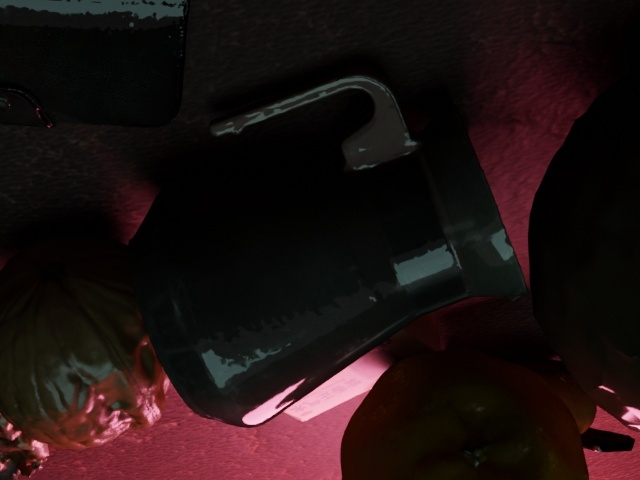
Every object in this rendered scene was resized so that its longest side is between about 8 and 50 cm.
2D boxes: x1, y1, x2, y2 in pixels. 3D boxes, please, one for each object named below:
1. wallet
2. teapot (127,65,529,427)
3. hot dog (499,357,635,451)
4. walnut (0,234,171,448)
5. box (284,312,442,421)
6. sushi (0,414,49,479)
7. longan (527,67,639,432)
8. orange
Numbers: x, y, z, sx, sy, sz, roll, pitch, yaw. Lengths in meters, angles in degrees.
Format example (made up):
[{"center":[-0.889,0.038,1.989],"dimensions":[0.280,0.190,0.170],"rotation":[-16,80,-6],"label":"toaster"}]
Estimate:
[{"center":[-0.275,-0.163,1.093],"dimensions":[0.318,0.045,0.172],"rotation":[1,141,-11],"label":"wallet"},{"center":[0.000,0.000,1.240],"dimensions":[0.344,0.253,0.300],"rotation":[-22,111,5],"label":"teapot"},{"center":[0.233,0.204,1.613],"dimensions":[0.326,0.107,0.194],"rotation":[3,-179,-29],"label":"hot dog"},{"center":[-0.246,0.108,1.325],"dimensions":[0.228,0.228,0.228],"rotation":[-6,144,-4],"label":"walnut"},{"center":[0.008,0.112,1.485],"dimensions":[0.212,0.095,0.168],"rotation":[-29,142,26],"label":"box"},{"center":[-0.499,0.204,1.427],"dimensions":[0.418,0.175,0.417],"rotation":[-6,141,-5],"label":"sushi"},{"center":[0.384,0.007,1.182],"dimensions":[0.391,0.391,0.391],"rotation":[-6,144,-4],"label":"longan"},{"center":[0.156,0.253,1.397],"dimensions":[0.279,0.279,0.235],"rotation":[-12,164,5],"label":"orange"}]
